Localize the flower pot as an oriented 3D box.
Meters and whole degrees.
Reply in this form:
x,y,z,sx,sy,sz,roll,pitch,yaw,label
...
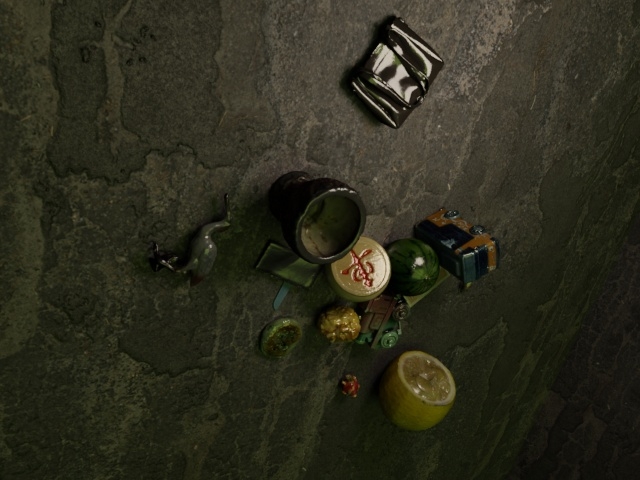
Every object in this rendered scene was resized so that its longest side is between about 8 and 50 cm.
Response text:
x,y,z,sx,sy,sz,roll,pitch,yaw,label
-0.029,-0.094,1.491,0.266,0.267,0.267,-16,123,-26,flower pot

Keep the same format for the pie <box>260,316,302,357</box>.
x,y,z,sx,sy,sz,roll,pitch,yaw,label
-0.152,0.383,1.815,0.186,0.041,0.187,-16,123,-26,pie

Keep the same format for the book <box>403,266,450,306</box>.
x,y,z,sx,sy,sz,roll,pitch,yaw,label
0.445,0.160,2.051,0.241,0.018,0.170,-36,108,-11,book

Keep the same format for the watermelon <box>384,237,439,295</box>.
x,y,z,sx,sy,sz,roll,pitch,yaw,label
0.351,0.107,1.851,0.242,0.242,0.243,-15,122,-25,watermelon

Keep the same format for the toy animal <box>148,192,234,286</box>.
x,y,z,sx,sy,sz,roll,pitch,yaw,label
-0.370,0.022,1.451,0.324,0.090,0.195,-36,128,-8,toy animal

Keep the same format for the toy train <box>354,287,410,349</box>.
x,y,z,sx,sy,sz,roll,pitch,yaw,label
0.241,0.327,1.977,0.221,0.150,0.305,11,110,-25,toy train

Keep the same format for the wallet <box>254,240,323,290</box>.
x,y,z,sx,sy,sz,roll,pitch,yaw,label
-0.110,0.092,1.678,0.244,0.025,0.124,25,103,-30,wallet

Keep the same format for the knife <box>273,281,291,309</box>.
x,y,z,sx,sy,sz,roll,pitch,yaw,label
-0.106,0.127,1.725,0.044,0.019,0.313,18,106,-38,knife

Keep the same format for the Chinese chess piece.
x,y,z,sx,sy,sz,roll,pitch,yaw,label
0.140,0.104,1.728,0.250,0.097,0.251,3,75,-10,Chinese chess piece

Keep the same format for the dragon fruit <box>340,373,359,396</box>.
x,y,z,sx,sy,sz,roll,pitch,yaw,label
0.135,0.658,2.119,0.086,0.081,0.116,-3,117,-19,dragon fruit

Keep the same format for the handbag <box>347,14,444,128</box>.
x,y,z,sx,sy,sz,roll,pitch,yaw,label
0.244,-0.546,1.524,0.257,0.113,0.285,32,96,-32,handbag

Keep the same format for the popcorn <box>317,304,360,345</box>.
x,y,z,sx,sy,sz,roll,pitch,yaw,label
0.072,0.340,1.857,0.179,0.179,0.170,19,68,-37,popcorn

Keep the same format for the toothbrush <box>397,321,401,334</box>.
x,y,z,sx,sy,sz,roll,pitch,yaw,label
0.356,0.355,2.136,0.019,0.016,0.220,-19,125,-12,toothbrush

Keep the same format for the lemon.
x,y,z,sx,sy,sz,roll,pitch,yaw,label
0.435,0.727,2.194,0.363,0.364,0.365,-15,122,-25,lemon

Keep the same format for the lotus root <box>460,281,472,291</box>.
x,y,z,sx,sy,sz,roll,pitch,yaw,label
0.708,0.209,2.253,0.049,0.054,0.099,21,102,-16,lotus root

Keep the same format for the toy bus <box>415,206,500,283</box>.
x,y,z,sx,sy,sz,roll,pitch,yaw,label
0.545,0.016,1.875,0.194,0.323,0.162,-26,126,-14,toy bus
